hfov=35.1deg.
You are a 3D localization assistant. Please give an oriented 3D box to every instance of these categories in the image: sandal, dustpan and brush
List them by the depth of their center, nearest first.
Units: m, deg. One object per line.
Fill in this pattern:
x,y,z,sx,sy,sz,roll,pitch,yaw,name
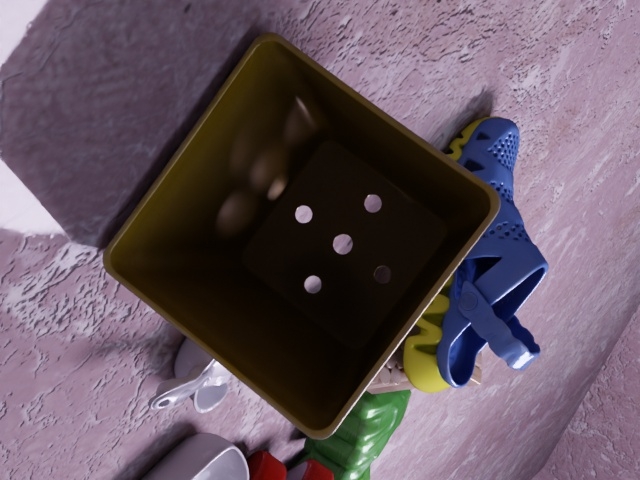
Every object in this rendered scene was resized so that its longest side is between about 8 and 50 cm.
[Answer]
-0.100,0.113,0.927,0.211,0.060,0.147,-7,131,-57,dustpan and brush
0.192,0.020,1.121,0.126,0.138,0.317,11,87,-56,sandal

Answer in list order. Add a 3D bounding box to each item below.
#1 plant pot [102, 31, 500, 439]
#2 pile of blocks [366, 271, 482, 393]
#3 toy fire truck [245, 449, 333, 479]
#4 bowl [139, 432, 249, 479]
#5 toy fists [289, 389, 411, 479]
0.000,0.000,0.794,0.212,0.212,0.187,-54,168,4,plant pot
0.052,0.116,1.178,0.113,0.149,0.362,-15,170,40,pile of blocks
-0.096,0.408,1.210,0.254,0.169,0.302,-39,-163,44,toy fire truck
-0.146,0.268,1.073,0.142,0.053,0.142,-42,154,-19,bowl
0.023,0.297,1.358,0.142,0.096,0.279,-40,158,-58,toy fists
